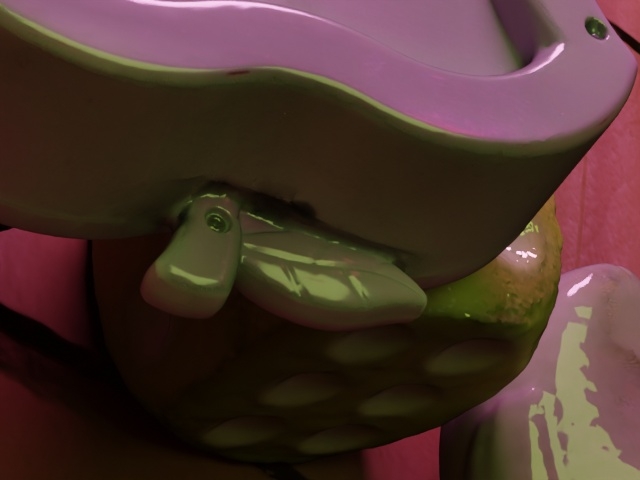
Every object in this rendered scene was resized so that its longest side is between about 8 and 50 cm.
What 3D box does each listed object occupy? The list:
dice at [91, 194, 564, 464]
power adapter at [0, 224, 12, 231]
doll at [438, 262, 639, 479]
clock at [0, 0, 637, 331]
[{"bbox_3d":[0.000,0.000,0.811,0.166,0.169,0.169,10,55,-36],"label":"dice"},{"bbox_3d":[-0.192,-0.089,0.734,0.205,0.130,0.125,42,42,-9],"label":"power adapter"},{"bbox_3d":[0.184,0.124,0.848,0.221,0.221,0.251,-7,70,-44],"label":"doll"},{"bbox_3d":[-0.039,-0.123,0.679,0.338,0.102,0.339,16,50,-20],"label":"clock"}]
